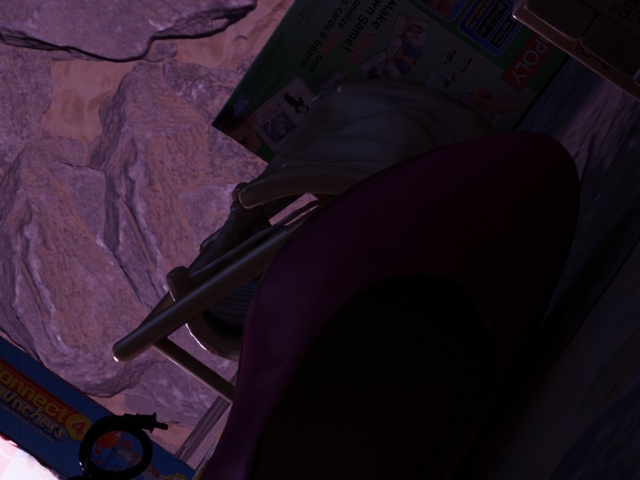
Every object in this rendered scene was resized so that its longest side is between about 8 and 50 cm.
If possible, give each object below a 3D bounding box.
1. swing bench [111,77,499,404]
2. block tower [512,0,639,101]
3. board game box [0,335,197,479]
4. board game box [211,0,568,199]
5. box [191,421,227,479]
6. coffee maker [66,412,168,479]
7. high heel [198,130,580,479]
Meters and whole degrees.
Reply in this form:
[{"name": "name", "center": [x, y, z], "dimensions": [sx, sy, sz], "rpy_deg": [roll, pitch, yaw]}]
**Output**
[{"name": "swing bench", "center": [0.000, 0.000, 1.404], "dimensions": [0.254, 0.165, 0.253], "rpy_deg": [-54, 2, 23]}, {"name": "block tower", "center": [0.215, -0.206, 0.777], "dimensions": [0.335, 0.091, 0.097], "rpy_deg": [-55, 1, 20]}, {"name": "board game box", "center": [-0.277, 0.254, 1.739], "dimensions": [0.086, 0.302, 0.308], "rpy_deg": [-56, 3, -40]}, {"name": "board game box", "center": [0.082, -0.164, 1.498], "dimensions": [0.317, 0.213, 0.046], "rpy_deg": [-54, 2, 20]}, {"name": "box", "center": [-0.051, 0.160, 1.517], "dimensions": [0.059, 0.054, 0.169], "rpy_deg": [-54, 2, 29]}, {"name": "coffee maker", "center": [-0.127, 0.206, 1.008], "dimensions": [0.178, 0.120, 0.171], "rpy_deg": [-137, 40, -76]}, {"name": "high heel", "center": [0.022, 0.101, 0.667], "dimensions": [0.377, 0.127, 0.181], "rpy_deg": [-51, 29, -19]}]
